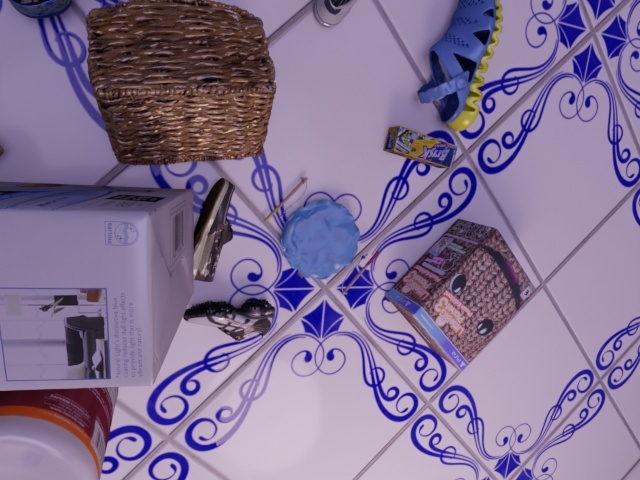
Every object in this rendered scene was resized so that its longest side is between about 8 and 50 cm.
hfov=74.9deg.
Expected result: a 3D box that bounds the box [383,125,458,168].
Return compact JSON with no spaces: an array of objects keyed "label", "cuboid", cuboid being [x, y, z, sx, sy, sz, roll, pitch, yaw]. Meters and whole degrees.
[{"label":"box","cuboid":[0.239,-0.219,0.993,0.168,0.054,0.059,12,97,-21]}]

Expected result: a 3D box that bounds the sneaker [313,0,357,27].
[{"label":"sneaker","cuboid":[0.080,-0.551,0.839,0.094,0.091,0.258,27,92,-23]}]

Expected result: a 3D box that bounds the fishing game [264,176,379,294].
[{"label":"fishing game","cuboid":[0.000,0.000,0.965,0.264,0.041,0.189,40,86,-15]}]

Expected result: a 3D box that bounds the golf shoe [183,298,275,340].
[{"label":"golf shoe","cuboid":[-0.198,0.182,0.913,0.197,0.077,0.094,2,102,-19]}]

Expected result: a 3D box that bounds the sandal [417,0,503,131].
[{"label":"sandal","cuboid":[0.308,-0.418,0.941,0.138,0.126,0.318,7,98,-17]}]

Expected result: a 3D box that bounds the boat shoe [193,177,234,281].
[{"label":"boat shoe","cuboid":[-0.217,-0.017,0.863,0.073,0.080,0.224,18,101,-28]}]

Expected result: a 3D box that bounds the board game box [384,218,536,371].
[{"label":"board game box","cuboid":[0.358,0.134,1.069,0.291,0.141,0.232,-45,113,-6]}]

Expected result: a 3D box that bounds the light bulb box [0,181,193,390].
[{"label":"light bulb box","cuboid":[-0.398,0.037,0.627,0.360,0.358,0.226,1,101,-10]}]

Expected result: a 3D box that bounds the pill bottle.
[{"label":"pill bottle","cuboid":[-0.454,0.282,0.669,0.223,0.392,0.224,-4,103,-20]}]

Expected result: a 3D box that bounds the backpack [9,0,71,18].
[{"label":"backpack","cuboid":[-0.464,-0.421,0.671,0.104,0.084,0.115,-30,100,-18]}]

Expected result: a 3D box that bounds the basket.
[{"label":"basket","cuboid":[-0.252,-0.289,0.778,0.298,0.223,0.214,-9,72,-18]}]

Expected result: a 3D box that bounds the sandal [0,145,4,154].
[{"label":"sandal","cuboid":[-0.620,-0.239,0.677,0.240,0.088,0.079,45,53,-30]}]
